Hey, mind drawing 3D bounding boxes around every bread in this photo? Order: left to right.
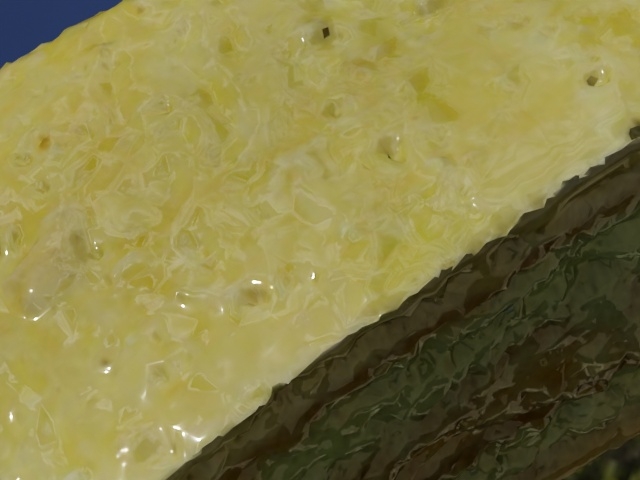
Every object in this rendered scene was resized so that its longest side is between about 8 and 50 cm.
[{"bbox_3d":[0.000,0.000,0.431,0.196,0.138,0.102,-33,-46,-9],"label":"bread"}]
